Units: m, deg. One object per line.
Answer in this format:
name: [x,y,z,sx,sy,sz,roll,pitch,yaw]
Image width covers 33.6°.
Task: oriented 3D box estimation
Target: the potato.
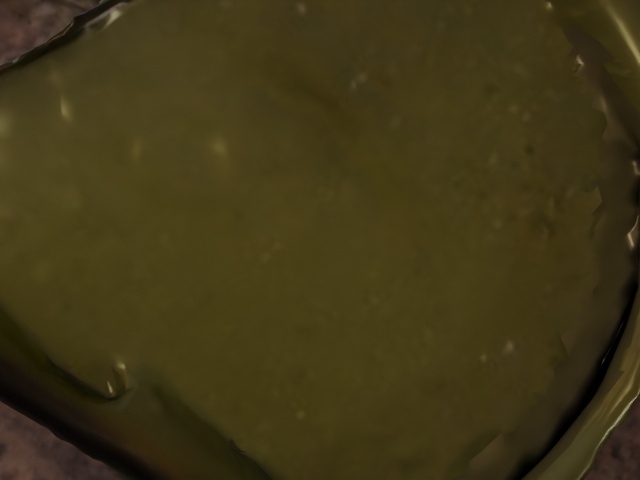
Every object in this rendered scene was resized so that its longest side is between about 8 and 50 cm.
potato: [0.000,0.000,0.500,0.280,0.330,0.213,51,174,-2]
